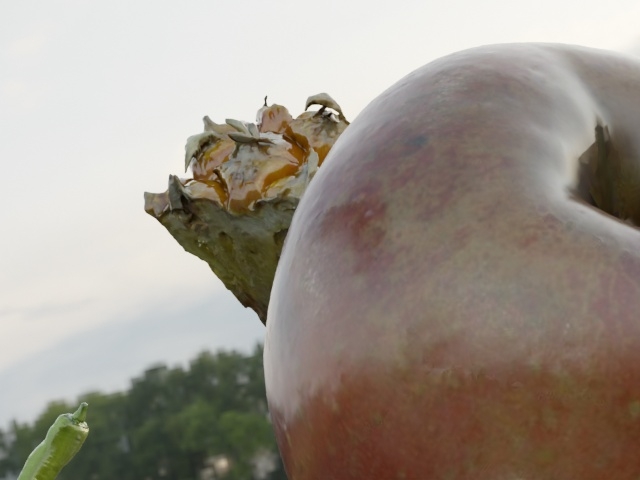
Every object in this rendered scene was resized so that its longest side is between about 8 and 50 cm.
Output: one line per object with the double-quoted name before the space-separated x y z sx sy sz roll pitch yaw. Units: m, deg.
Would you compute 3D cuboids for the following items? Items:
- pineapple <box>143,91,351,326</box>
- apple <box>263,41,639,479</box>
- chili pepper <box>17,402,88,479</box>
"pineapple" 0.000 0.000 1.145 0.114 0.236 0.186 -48 -28 -36
"apple" 0.137 0.065 0.866 0.348 0.348 0.277 -7 -42 -31
"chili pepper" -0.296 0.259 1.681 0.049 0.208 0.043 11 -30 27
